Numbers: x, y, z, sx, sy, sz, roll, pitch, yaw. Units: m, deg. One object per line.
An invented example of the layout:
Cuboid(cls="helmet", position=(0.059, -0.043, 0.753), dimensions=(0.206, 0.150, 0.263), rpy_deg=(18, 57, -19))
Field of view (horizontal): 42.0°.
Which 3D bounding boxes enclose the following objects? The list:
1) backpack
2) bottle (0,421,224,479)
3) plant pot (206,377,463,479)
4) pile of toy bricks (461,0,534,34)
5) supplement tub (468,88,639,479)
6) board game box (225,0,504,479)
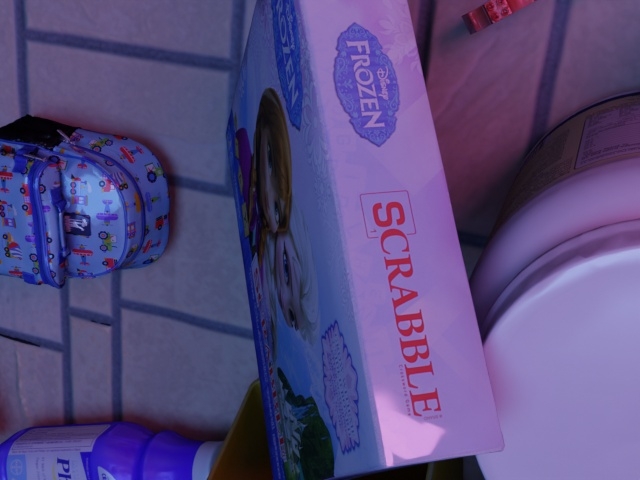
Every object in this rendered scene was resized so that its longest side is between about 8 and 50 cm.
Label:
Cuboid(cls="backpack", position=(-0.239, -0.030, 0.805), dimensions=(0.174, 0.117, 0.158), rpy_deg=(12, 114, 12))
Cuboid(cls="bottle", position=(-0.228, 0.261, 0.921), dimensions=(0.283, 0.092, 0.118), rpy_deg=(-7, 103, 22))
Cuboid(cls="plant pot", position=(0.032, 0.258, 0.774), dimensions=(0.212, 0.212, 0.187), rpy_deg=(-10, 120, 23))
Cuboid(cls="pile of toy bricks", position=(0.179, -0.234, 0.580), dimensions=(0.212, 0.105, 0.118), rpy_deg=(-25, 100, 26))
Cuboid(cls="supplement tub", position=(0.221, 0.040, 0.544), dimensions=(0.236, 0.325, 0.235), rpy_deg=(7, 112, 17))
Cuboid(cls="board game box", position=(0.000, 0.000, 0.568), dimensions=(0.066, 0.318, 0.318), rpy_deg=(-5, 72, -14))
